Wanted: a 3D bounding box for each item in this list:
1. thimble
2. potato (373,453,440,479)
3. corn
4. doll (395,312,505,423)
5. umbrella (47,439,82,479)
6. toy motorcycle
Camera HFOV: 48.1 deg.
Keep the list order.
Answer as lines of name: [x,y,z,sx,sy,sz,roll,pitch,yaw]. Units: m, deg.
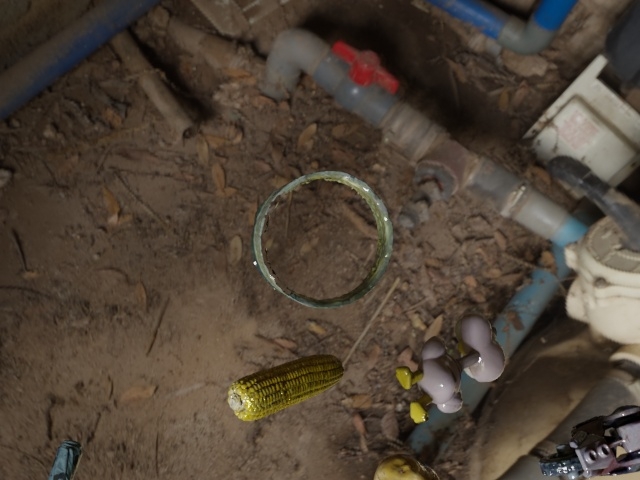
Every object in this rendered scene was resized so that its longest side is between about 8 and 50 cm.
thimble: [0.000,0.000,1.393,0.271,0.150,0.270,0,91,-9]
potato: [0.086,0.243,0.718,0.068,0.083,0.062,-12,39,5]
corn: [-0.051,0.222,1.105,0.203,0.072,0.072,-12,69,-39]
doll: [0.293,0.254,1.503,0.365,0.094,0.160,-22,92,-51]
umbrella: [-0.516,0.511,1.392,0.053,0.052,0.250,-11,50,23]
toy motorcycle: [0.376,0.255,0.899,0.213,0.122,0.082,-8,66,-33]
